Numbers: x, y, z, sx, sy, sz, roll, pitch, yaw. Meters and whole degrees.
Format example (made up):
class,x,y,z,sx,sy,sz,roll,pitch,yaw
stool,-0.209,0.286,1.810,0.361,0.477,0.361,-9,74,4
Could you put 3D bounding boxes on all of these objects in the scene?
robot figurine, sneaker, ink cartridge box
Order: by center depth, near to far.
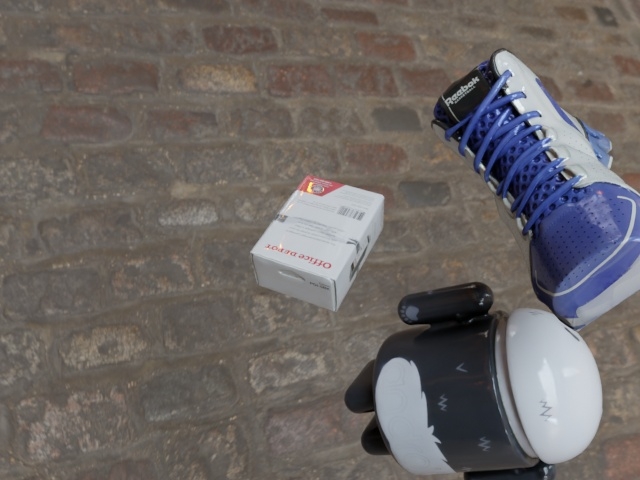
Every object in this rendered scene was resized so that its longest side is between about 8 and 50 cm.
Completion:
class,x,y,z,sx,sy,sz,roll,pitch,yaw
sneaker,0.187,-0.069,0.584,0.182,0.127,0.316,36,30,-12
ink cartridge box,0.000,0.000,0.683,0.099,0.056,0.135,17,50,20
robot figurine,0.171,0.173,0.714,0.209,0.278,0.174,43,41,-40
